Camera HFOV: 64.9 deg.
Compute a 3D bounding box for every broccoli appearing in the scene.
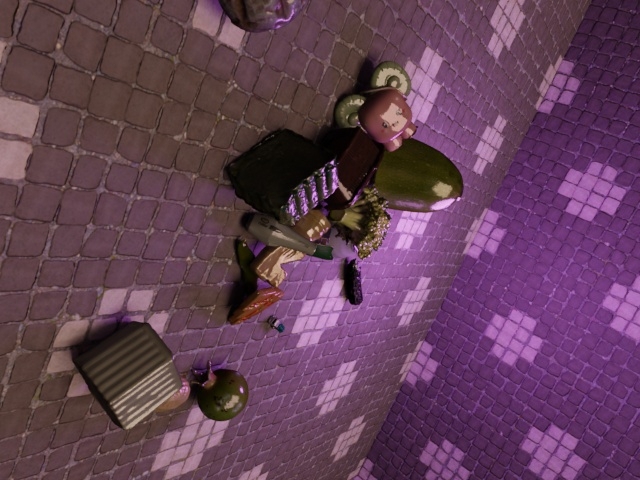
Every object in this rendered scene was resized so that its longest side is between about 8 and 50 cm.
[{"bbox_3d":[0.110,-0.068,1.745,0.243,0.246,0.263,15,80,-55],"label":"broccoli"}]

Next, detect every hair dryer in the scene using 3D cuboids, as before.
[{"bbox_3d":[-0.077,-0.072,1.576,0.267,0.229,0.092,-51,-172,-15],"label":"hair dryer"}]

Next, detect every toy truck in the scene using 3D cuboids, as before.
[{"bbox_3d":[-0.166,0.321,1.918,0.039,0.044,0.083,-52,148,-17],"label":"toy truck"}]

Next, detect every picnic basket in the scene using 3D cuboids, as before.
[{"bbox_3d":[0.055,-0.243,1.611,0.129,0.222,0.297,54,54,-34],"label":"picnic basket"}]

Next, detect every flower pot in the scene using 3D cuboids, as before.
[{"bbox_3d":[-0.498,0.347,1.313,0.189,0.209,0.240,-34,137,-34],"label":"flower pot"}]

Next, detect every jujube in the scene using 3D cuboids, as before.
[{"bbox_3d":[-0.138,-0.602,1.052,0.226,0.226,0.317,-44,140,-23],"label":"jujube"}]

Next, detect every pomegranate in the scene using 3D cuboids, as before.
[{"bbox_3d":[-0.350,0.506,1.715,0.181,0.181,0.224,-44,123,-23],"label":"pomegranate"}]

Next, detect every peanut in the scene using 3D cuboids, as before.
[{"bbox_3d":[-0.514,0.456,1.494,0.125,0.111,0.274,-33,152,25],"label":"peanut"}]

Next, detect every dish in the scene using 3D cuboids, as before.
[{"bbox_3d":[0.151,-0.047,1.997,0.316,0.106,0.317,-35,141,-34],"label":"dish"}]

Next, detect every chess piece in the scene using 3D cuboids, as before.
[{"bbox_3d":[-0.105,0.015,1.651,0.301,0.137,0.137,-49,147,-22],"label":"chess piece"}]

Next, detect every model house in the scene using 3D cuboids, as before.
[{"bbox_3d":[0.000,0.000,1.824,0.167,0.117,0.088,82,20,-70],"label":"model house"}]

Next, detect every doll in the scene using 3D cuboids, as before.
[{"bbox_3d":[0.196,-0.438,1.699,0.284,0.216,0.268,-41,125,5],"label":"doll"}]

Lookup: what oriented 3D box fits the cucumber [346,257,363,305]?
[{"bbox_3d":[0.148,0.178,2.215,0.072,0.072,0.300,-41,144,-27],"label":"cucumber"}]

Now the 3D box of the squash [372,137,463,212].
[{"bbox_3d":[0.385,-0.236,1.905,0.310,0.308,0.311,16,90,-69],"label":"squash"}]

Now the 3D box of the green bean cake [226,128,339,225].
[{"bbox_3d":[-0.101,-0.177,1.413,0.255,0.241,0.132,-43,150,-25],"label":"green bean cake"}]

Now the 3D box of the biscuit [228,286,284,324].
[{"bbox_3d":[-0.208,0.212,1.675,0.212,0.041,0.239,-27,166,-17],"label":"biscuit"}]

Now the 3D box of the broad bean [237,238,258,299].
[{"bbox_3d":[-0.232,0.101,1.647,0.060,0.043,0.298,-28,139,-26],"label":"broad bean"}]
